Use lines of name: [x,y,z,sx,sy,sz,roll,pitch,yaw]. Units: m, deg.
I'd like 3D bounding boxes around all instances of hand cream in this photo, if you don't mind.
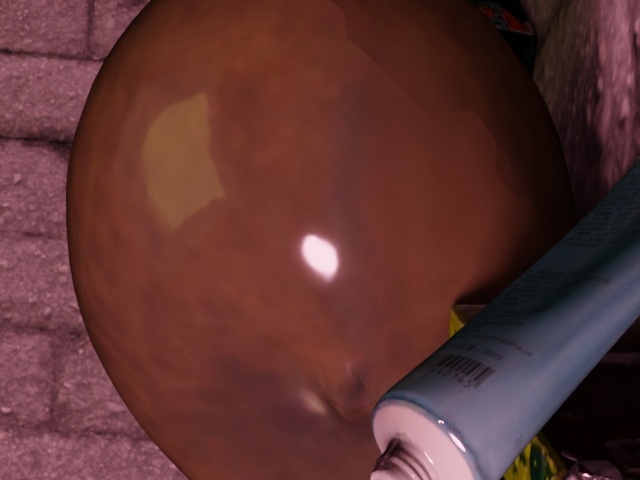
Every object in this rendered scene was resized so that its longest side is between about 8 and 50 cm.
hand cream: [0.093,0.020,0.655,0.083,0.224,0.048,-12,116,56]

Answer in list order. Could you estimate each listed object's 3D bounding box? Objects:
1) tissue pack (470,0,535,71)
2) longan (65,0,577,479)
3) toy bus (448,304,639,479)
tissue pack: [0.040,-0.124,1.119,0.103,0.170,0.090,-106,23,-64]
longan: [0.000,0.000,0.935,0.350,0.288,0.288,80,-173,-54]
toy bus: [0.118,0.123,0.682,0.301,0.113,0.139,-116,28,-71]
